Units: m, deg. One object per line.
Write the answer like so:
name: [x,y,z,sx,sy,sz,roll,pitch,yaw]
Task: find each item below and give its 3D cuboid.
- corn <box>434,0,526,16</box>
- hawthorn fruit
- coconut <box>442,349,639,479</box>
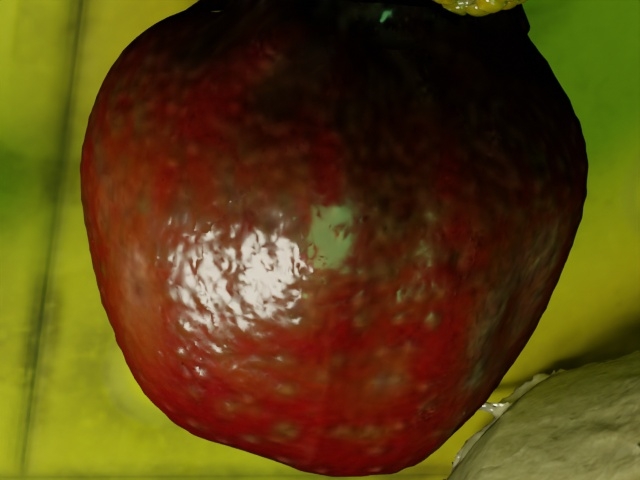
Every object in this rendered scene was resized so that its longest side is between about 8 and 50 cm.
corn: [0.108,-0.159,0.599,0.207,0.068,0.068,-41,133,-30]
hawthorn fruit: [0.000,0.000,0.643,0.215,0.215,0.249,-1,133,-15]
coconut: [0.239,0.215,0.769,0.360,0.346,0.346,-11,135,36]
